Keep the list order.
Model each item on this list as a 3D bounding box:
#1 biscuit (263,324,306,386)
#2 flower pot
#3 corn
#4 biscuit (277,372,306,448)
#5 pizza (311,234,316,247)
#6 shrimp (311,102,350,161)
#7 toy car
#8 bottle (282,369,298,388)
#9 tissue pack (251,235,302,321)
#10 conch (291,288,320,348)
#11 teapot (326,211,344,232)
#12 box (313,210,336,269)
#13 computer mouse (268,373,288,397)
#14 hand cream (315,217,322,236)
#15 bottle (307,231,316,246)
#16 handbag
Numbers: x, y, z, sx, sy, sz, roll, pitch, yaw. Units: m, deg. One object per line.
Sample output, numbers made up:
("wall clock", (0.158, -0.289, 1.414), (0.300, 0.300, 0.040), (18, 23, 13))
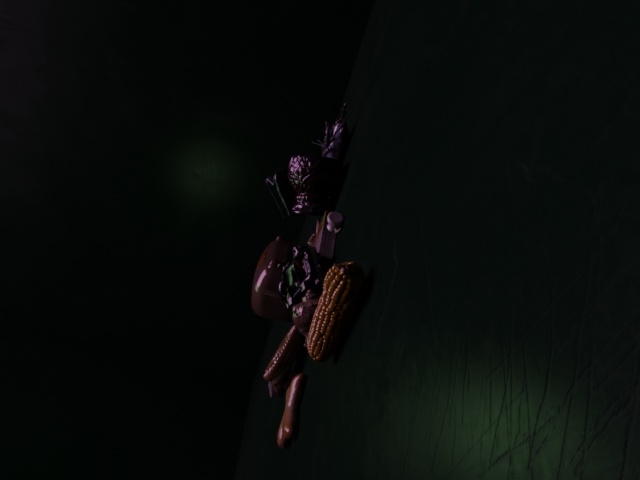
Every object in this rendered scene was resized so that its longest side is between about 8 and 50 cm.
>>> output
("biscuit", (-0.136, 0.448, 1.681), (0.259, 0.079, 0.259), (-59, -1, -1))
("flower pot", (-0.034, -0.248, 2.020), (0.266, 0.267, 0.266), (-157, 74, -83))
("corn", (0.031, 0.180, 1.068), (0.102, 0.102, 0.312), (-83, 11, -55))
("biscuit", (-0.097, 0.559, 1.422), (0.164, 0.047, 0.207), (115, 170, -46))
("pizza", (-0.008, 0.008, 2.038), (0.178, 0.041, 0.130), (119, 163, -62))
("shrimp", (0.057, -0.505, 2.164), (0.137, 0.172, 0.371), (33, 126, 50))
("toy car", (-0.077, 0.142, 1.633), (0.301, 0.118, 0.193), (-45, 59, 55))
("bottle", (-0.116, 0.530, 1.646), (0.096, 0.045, 0.045), (115, 169, -47))
("tissue pack", (-0.171, 0.166, 2.013), (0.387, 0.268, 0.276), (-84, 14, -63))
("conch", (-0.030, 0.265, 1.482), (0.155, 0.130, 0.207), (-17, -75, -58))
("teapot", (0.057, -0.062, 1.636), (0.064, 0.064, 0.083), (103, 147, -52))
("box", (0.010, 0.028, 1.749), (0.175, 0.062, 0.260), (112, 170, -45))
("computer mouse", (-0.184, 0.579, 1.936), (0.145, 0.082, 0.236), (163, 124, -81))
("hand cream", (0.000, 0.000, 1.919), (0.043, 0.067, 0.209), (-38, 37, 54))
("bottle", (-0.033, -0.012, 2.263), (0.101, 0.047, 0.063), (118, 177, -55))
("handbag", (-0.105, -0.267, 2.176), (0.089, 0.238, 0.327), (-13, 13, 46))
